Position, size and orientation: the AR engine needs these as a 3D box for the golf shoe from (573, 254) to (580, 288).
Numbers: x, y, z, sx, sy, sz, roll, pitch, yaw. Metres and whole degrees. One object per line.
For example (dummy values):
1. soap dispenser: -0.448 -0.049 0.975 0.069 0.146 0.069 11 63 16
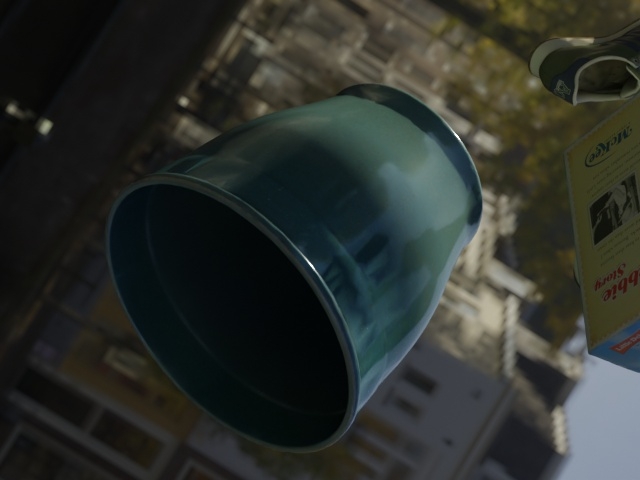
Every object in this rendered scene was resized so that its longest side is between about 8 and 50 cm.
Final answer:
1. golf shoe: 0.303 -0.003 1.576 0.273 0.120 0.105 -10 -131 62

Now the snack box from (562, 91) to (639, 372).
1. snack box: 0.302 -0.059 1.228 0.322 0.060 0.187 -40 -139 43

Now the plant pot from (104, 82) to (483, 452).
1. plant pot: 0.000 0.000 1.512 0.255 0.271 0.272 -40 171 -35

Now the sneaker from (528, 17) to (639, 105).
1. sneaker: 0.315 -0.176 1.782 0.086 0.192 0.064 -119 -158 -49
